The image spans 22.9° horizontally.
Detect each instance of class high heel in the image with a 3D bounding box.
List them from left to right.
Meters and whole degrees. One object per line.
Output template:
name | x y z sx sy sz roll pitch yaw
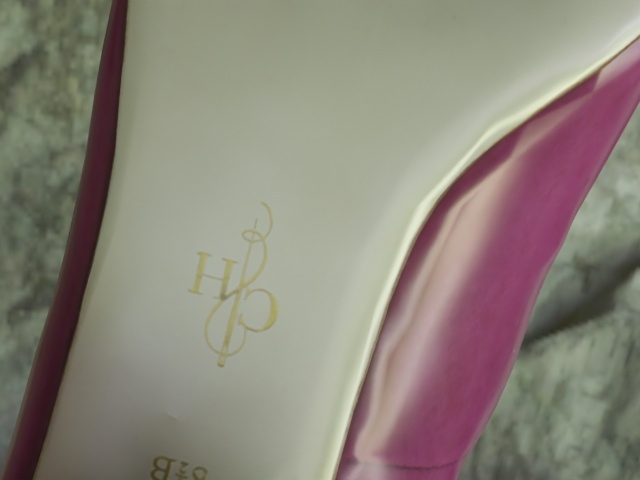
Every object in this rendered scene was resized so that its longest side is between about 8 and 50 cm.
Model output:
high heel | 0.000 0.000 0.401 0.127 0.181 0.377 26 -108 9
